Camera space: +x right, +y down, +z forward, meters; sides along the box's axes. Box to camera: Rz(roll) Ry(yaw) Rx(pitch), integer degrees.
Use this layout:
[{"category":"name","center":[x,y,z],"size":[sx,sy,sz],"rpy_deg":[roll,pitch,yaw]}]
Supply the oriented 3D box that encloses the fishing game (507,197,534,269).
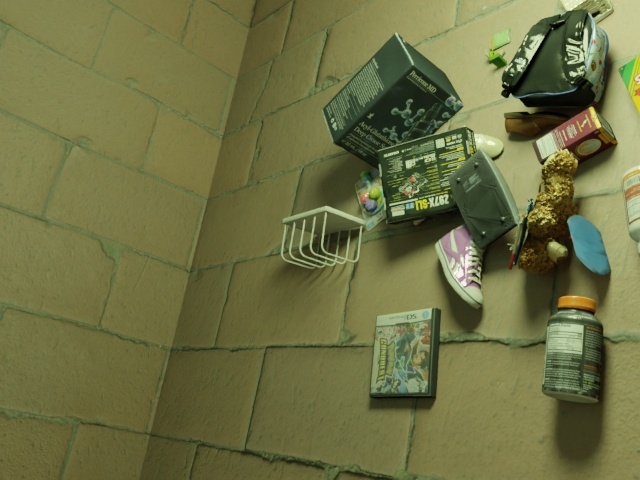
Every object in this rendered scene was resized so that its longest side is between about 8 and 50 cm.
[{"category":"fishing game","center":[0.534,-0.026,1.661],"size":[0.041,0.264,0.189],"rpy_deg":[16,111,21]}]

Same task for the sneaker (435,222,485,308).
[{"category":"sneaker","center":[0.452,0.060,1.854],"size":[0.161,0.102,0.282],"rpy_deg":[-41,43,24]}]

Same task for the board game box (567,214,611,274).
[{"category":"board game box","center":[0.676,0.016,1.586],"size":[0.033,0.133,0.169],"rpy_deg":[-40,42,47]}]

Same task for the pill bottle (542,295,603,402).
[{"category":"pill bottle","center":[0.619,0.263,1.512],"size":[0.130,0.130,0.246],"rpy_deg":[-8,64,48]}]

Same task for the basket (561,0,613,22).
[{"category":"basket","center":[0.797,-0.744,1.886],"size":[0.113,0.103,0.167],"rpy_deg":[-32,47,35]}]

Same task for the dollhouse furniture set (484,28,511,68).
[{"category":"dollhouse furniture set","center":[0.603,-0.666,2.113],"size":[0.076,0.058,0.152],"rpy_deg":[-17,57,44]}]

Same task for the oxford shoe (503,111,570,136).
[{"category":"oxford shoe","center":[0.658,-0.355,1.881],"size":[0.212,0.076,0.076],"rpy_deg":[12,109,50]}]

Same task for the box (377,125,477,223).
[{"category":"box","center":[0.354,-0.206,2.019],"size":[0.321,0.079,0.257],"rpy_deg":[-13,81,31]}]

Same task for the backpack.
[{"category":"backpack","center":[0.703,-0.516,1.786],"size":[0.276,0.213,0.264],"rpy_deg":[12,88,46]}]

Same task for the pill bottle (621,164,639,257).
[{"category":"pill bottle","center":[0.801,-0.067,1.486],"size":[0.121,0.121,0.216],"rpy_deg":[-20,56,43]}]

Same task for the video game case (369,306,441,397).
[{"category":"video game case","center":[0.266,0.359,1.961],"size":[0.248,0.035,0.275],"rpy_deg":[-16,59,45]}]

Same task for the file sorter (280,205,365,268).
[{"category":"file sorter","center":[0.000,0.000,2.343],"size":[0.277,0.192,0.173],"rpy_deg":[-12,64,51]}]

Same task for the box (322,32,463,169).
[{"category":"box","center":[0.255,-0.481,2.235],"size":[0.395,0.293,0.212],"rpy_deg":[-43,43,27]}]

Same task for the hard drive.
[{"category":"hard drive","center":[0.483,-0.122,1.817],"size":[0.172,0.054,0.255],"rpy_deg":[-46,55,47]}]

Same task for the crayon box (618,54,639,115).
[{"category":"crayon box","center":[0.893,-0.377,1.538],"size":[0.202,0.081,0.319],"rpy_deg":[-34,37,34]}]

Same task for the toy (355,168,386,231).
[{"category":"toy","center":[0.187,-0.169,2.337],"size":[0.137,0.056,0.237],"rpy_deg":[-39,44,32]}]

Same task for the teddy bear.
[{"category":"teddy bear","center":[0.617,-0.073,1.628],"size":[0.113,0.245,0.338],"rpy_deg":[15,80,26]}]

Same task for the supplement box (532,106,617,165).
[{"category":"supplement box","center":[0.707,-0.273,1.728],"size":[0.188,0.104,0.081],"rpy_deg":[-33,47,35]}]

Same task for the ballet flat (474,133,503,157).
[{"category":"ballet flat","center":[0.484,-0.319,2.042],"size":[0.248,0.086,0.086],"rpy_deg":[16,83,52]}]

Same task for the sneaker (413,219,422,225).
[{"category":"sneaker","center":[0.350,-0.088,2.108],"size":[0.161,0.057,0.075],"rpy_deg":[9,104,43]}]
